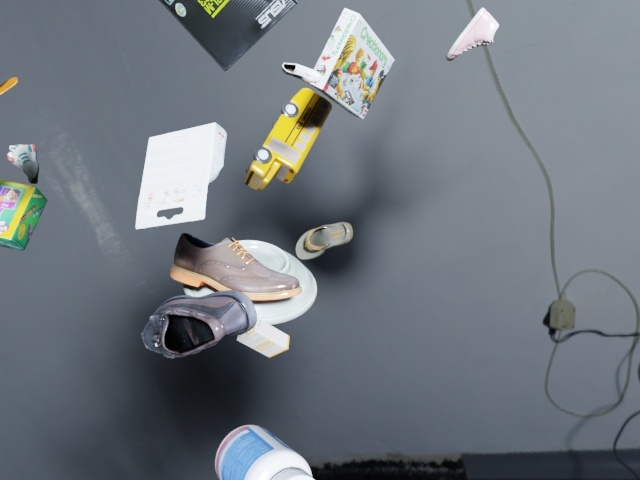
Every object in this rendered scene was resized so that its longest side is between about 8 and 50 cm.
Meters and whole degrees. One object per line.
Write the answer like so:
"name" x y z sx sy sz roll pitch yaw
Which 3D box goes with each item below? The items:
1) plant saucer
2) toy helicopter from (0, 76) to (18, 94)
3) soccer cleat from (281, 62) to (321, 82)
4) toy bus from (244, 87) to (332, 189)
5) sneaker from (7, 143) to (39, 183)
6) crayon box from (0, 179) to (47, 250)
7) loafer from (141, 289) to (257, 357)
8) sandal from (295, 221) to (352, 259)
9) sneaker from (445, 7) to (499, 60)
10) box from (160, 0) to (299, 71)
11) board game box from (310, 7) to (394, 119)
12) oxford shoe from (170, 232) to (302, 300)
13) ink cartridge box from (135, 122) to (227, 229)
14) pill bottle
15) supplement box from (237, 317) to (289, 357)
"plant saucer" -0.201 0.092 1.499 0.400 0.400 0.101 21 119 17
"toy helicopter" -0.740 -0.278 0.930 0.355 0.140 0.235 -42 134 14
"soccer cleat" -0.040 -0.345 1.035 0.083 0.035 0.029 18 95 2
"toy bus" -0.094 -0.283 1.455 0.130 0.333 0.108 30 153 -10
"sneaker" -0.867 -0.223 1.472 0.057 0.075 0.161 -58 46 38
"crayon box" -0.923 -0.085 1.373 0.278 0.165 0.081 12 156 -2
"loafer" -0.248 0.159 0.919 0.302 0.095 0.109 -19 98 37
"sandal" 0.000 0.000 1.532 0.219 0.060 0.090 -17 80 38
"sneaker" 0.352 -0.456 1.165 0.070 0.051 0.134 38 126 -2
"box" -0.148 -0.381 0.759 0.190 0.045 0.184 -23 118 41
"board game box" 0.090 -0.451 1.337 0.053 0.305 0.193 32 102 21
"oxford shoe" -0.218 0.066 1.303 0.363 0.130 0.133 11 99 11
"ink cartridge box" -0.237 -0.105 0.867 0.145 0.045 0.179 -7 71 22
"pill bottle" -0.090 0.406 0.862 0.221 0.124 0.124 -4 115 61
"supplement box" -0.124 0.213 1.103 0.062 0.036 0.098 -29 129 31
